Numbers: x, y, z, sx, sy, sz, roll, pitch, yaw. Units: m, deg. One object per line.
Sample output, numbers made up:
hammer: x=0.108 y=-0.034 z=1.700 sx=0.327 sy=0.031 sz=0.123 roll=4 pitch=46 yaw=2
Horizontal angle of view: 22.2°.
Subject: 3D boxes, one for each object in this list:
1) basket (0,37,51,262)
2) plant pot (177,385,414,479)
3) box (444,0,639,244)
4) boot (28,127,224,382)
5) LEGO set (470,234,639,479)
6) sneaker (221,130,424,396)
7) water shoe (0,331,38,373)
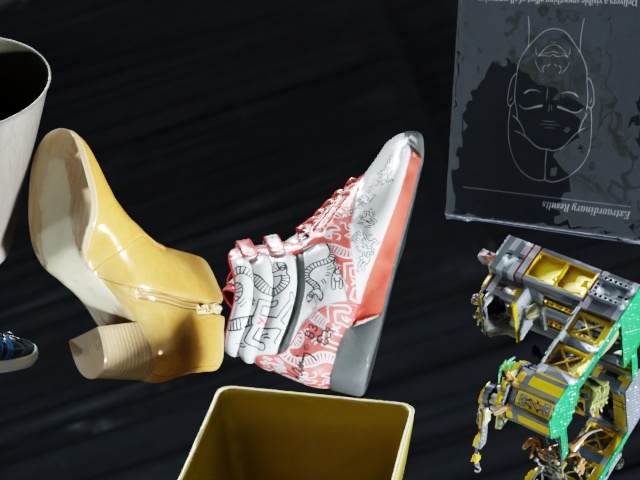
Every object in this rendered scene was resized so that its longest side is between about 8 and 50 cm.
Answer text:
basket: x=-0.400 y=-0.084 z=1.807 sx=0.154 sy=0.204 sz=0.226 roll=31 pitch=-49 yaw=20
plant pot: x=-0.023 y=0.293 z=1.678 sx=0.212 sy=0.212 sz=0.187 roll=-69 pitch=161 yaw=-58
box: x=0.336 y=-0.208 z=1.966 sx=0.212 sy=0.294 sz=0.395 roll=-4 pitch=100 yaw=-49
boot: x=-0.212 y=0.018 z=1.855 sx=0.211 sy=0.104 sz=0.295 roll=-4 pitch=80 yaw=-53
LEGO set: x=0.228 y=0.157 z=1.806 sx=0.192 sy=0.255 sz=0.331 roll=22 pitch=-23 yaw=28
sneaker: x=0.000 y=0.000 z=1.436 sx=0.090 sy=0.145 sz=0.270 roll=96 pitch=9 yaw=-60
water shoe: x=-0.389 y=0.113 z=1.858 sx=0.203 sy=0.073 sz=0.080 roll=-6 pitch=94 yaw=-67
